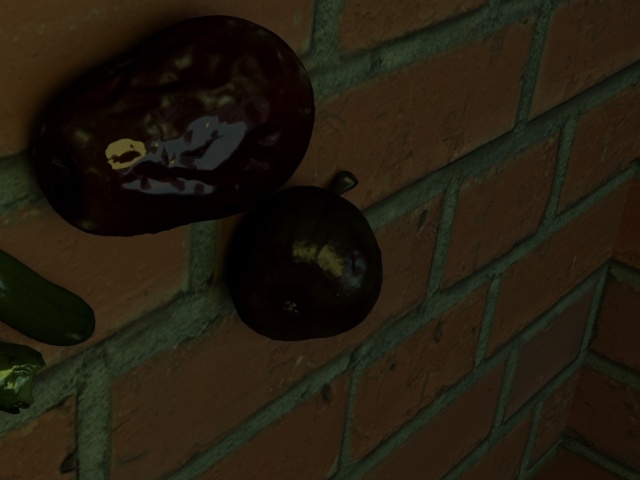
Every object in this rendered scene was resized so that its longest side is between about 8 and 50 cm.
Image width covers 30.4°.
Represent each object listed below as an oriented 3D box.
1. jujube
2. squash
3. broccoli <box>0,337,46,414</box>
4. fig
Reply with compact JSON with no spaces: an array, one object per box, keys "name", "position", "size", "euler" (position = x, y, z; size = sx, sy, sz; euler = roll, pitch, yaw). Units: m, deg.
[{"name":"jujube","position":[-0.150,-0.120,1.271],"size":[0.318,0.223,0.223],"euler":[-26,133,-38]},{"name":"squash","position":[-0.316,0.065,1.268],"size":[0.069,0.069,0.258],"euler":[-60,150,-8]},{"name":"broccoli","position":[-0.392,0.089,1.008],"size":[0.275,0.198,0.177],"euler":[26,67,-29]},{"name":"fig","position":[0.000,0.000,1.642],"size":[0.321,0.217,0.217],"euler":[-62,161,-57]}]
